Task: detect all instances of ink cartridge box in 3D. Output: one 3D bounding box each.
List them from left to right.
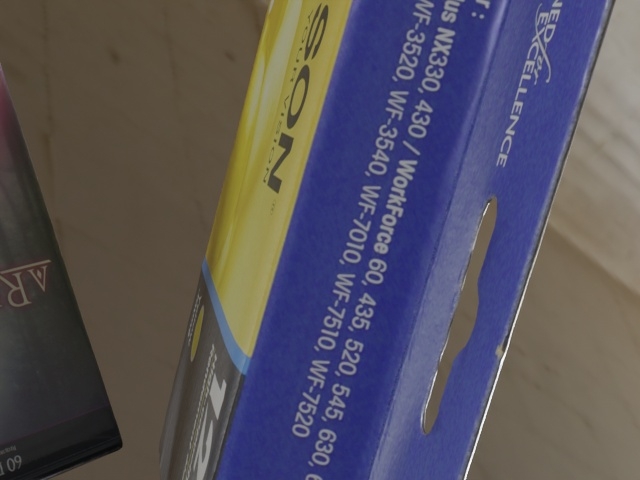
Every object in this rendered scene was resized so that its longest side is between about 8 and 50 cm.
[{"bbox_3d":[0.000,0.000,0.488,0.072,0.303,0.307,15,-174,-9],"label":"ink cartridge box"}]

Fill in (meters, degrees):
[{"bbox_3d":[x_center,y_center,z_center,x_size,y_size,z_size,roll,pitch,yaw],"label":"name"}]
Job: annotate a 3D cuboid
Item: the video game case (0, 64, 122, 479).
[{"bbox_3d":[-0.196,-0.019,0.476,0.196,0.026,0.274,-16,-94,-50],"label":"video game case"}]
